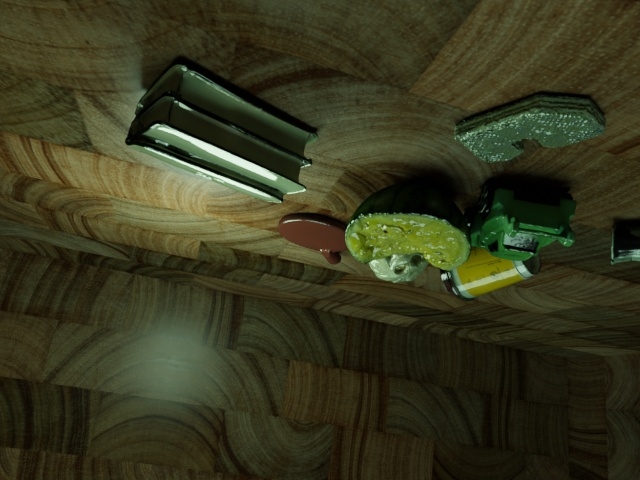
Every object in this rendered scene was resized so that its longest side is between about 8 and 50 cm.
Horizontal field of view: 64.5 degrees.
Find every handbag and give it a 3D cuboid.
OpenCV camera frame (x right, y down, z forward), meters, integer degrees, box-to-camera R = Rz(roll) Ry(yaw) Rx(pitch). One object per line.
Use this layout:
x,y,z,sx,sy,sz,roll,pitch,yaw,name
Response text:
-0.218,-0.210,1.123,0.358,0.160,0.236,21,165,-34,handbag

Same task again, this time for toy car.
0.497,-0.033,1.293,0.213,0.177,0.359,9,162,1,toy car

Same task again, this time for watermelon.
0.231,-0.053,1.349,0.330,0.190,0.331,6,147,4,watermelon

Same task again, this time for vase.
0.947,0.016,1.289,0.359,0.165,0.165,1,161,31,vase

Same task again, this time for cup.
0.537,0.079,1.621,0.196,0.197,0.279,23,148,-38,cup

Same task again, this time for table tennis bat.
0.000,0.000,1.825,0.267,0.051,0.415,3,159,19,table tennis bat

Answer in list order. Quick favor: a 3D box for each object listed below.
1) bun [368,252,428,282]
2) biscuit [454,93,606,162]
0.256,0.056,1.649,0.230,0.133,0.231,3,132,3,bun
0.402,-0.216,0.991,0.147,0.046,0.249,24,156,-38,biscuit
